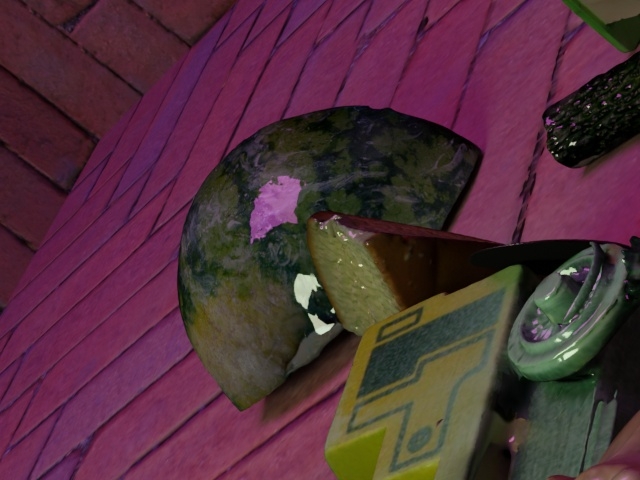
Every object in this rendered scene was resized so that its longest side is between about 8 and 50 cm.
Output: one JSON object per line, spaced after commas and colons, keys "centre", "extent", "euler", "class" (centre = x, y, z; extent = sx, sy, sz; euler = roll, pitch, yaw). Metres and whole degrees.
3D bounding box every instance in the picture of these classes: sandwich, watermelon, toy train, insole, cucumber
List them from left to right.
{"centre": [0.000, 0.000, 1.684], "extent": [0.305, 0.180, 0.224], "euler": [-41, 62, 23], "class": "watermelon"}
{"centre": [0.090, 0.038, 1.185], "extent": [0.094, 0.258, 0.096], "euler": [23, 99, 48], "class": "sandwich"}
{"centre": [0.094, 0.159, 0.934], "extent": [0.237, 0.150, 0.369], "euler": [-29, 26, 36], "class": "toy train"}
{"centre": [0.154, 0.013, 1.082], "extent": [0.086, 0.253, 0.005], "euler": [-8, 81, 28], "class": "insole"}
{"centre": [0.234, -0.108, 1.381], "extent": [0.187, 0.058, 0.058], "euler": [-34, 23, 54], "class": "cucumber"}

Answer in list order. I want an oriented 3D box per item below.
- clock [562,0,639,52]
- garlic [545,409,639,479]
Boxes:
{"centre": [0.319, -0.273, 1.437], "extent": [0.220, 0.106, 0.255], "euler": [-58, 20, -17], "class": "clock"}
{"centre": [0.225, 0.036, 0.731], "extent": [0.231, 0.245, 0.340], "euler": [132, 161, -74], "class": "garlic"}
